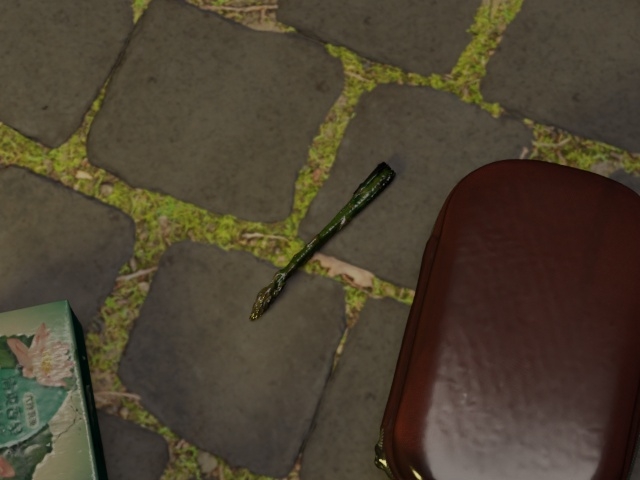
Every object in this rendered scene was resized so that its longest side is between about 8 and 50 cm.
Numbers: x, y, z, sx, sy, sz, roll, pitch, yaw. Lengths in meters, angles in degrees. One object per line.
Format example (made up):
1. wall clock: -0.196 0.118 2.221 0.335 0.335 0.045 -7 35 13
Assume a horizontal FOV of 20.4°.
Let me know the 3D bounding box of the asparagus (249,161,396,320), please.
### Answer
1. asparagus: 0.000 0.000 1.933 0.233 0.023 0.022 -46 30 -14

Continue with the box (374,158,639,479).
1. box: 0.216 0.110 1.836 0.263 0.108 0.404 14 70 8

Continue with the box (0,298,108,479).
1. box: -0.306 0.198 1.832 0.153 0.092 0.245 -12 69 -2
